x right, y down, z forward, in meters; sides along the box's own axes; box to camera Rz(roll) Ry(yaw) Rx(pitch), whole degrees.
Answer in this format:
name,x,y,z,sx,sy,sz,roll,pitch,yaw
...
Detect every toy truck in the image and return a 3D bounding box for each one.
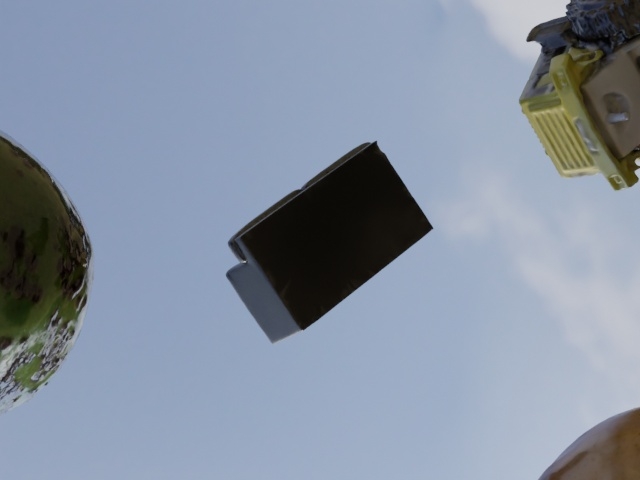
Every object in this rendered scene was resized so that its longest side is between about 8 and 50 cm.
name,x,y,z,sx,sy,sz,roll,pitch,yaw
toy truck,0.220,-0.149,1.192,0.136,0.111,0.286,59,-138,-23

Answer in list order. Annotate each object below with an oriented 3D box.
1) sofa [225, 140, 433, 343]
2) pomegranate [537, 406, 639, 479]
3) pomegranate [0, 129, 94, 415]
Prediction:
name,x,y,z,sx,sy,sz,roll,pitch,yaw
sofa,0.000,0.000,1.286,0.147,0.060,0.085,-37,-83,-32
pomegranate,0.221,0.209,1.136,0.207,0.207,0.207,40,-143,-38
pomegranate,-0.283,0.031,1.180,0.254,0.271,0.254,21,-157,-10
